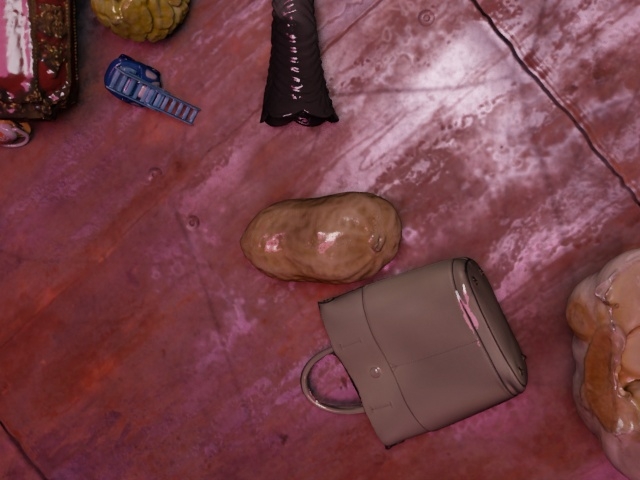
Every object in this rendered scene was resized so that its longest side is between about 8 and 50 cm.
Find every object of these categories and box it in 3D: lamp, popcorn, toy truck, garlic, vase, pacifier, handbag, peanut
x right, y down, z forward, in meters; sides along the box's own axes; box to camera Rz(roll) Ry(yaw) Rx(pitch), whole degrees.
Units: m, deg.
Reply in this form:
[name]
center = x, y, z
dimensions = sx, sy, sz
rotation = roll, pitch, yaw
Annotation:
[lamp]
center = -0.433, -0.305, 0.979
dimensions = 0.177, 0.177, 0.273
rotation = 0, 98, 12
[popcorn]
center = -0.251, -0.344, 0.957
dimensions = 0.142, 0.162, 0.135
rotation = 16, 65, -26
[toy truck]
center = -0.248, -0.217, 1.013
dimensions = 0.136, 0.074, 0.063
rotation = 20, 107, -33
[garlic]
center = 0.411, 0.159, 0.864
dimensions = 0.203, 0.184, 0.281
rotation = -6, 75, -12
[vase]
center = -0.035, -0.279, 0.936
dimensions = 0.116, 0.115, 0.237
rotation = -1, 92, 13
[pacifier]
center = -0.488, -0.182, 1.077
dimensions = 0.083, 0.068, 0.064
rotation = -17, 60, 22
[handbag]
center = 0.116, 0.165, 0.986
dimensions = 0.315, 0.109, 0.241
rotation = -26, 90, 28
[peanut]
center = 0.000, 0.000, 0.950
dimensions = 0.224, 0.129, 0.129
rotation = -7, 96, 15
